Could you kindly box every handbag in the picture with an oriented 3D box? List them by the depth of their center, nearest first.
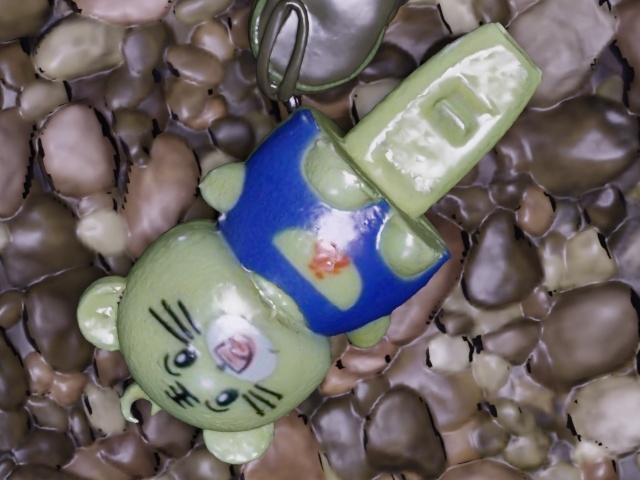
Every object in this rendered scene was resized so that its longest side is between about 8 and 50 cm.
[{"bbox_3d":[0.002,-0.106,0.681,0.072,0.047,0.111,21,99,-3],"label":"handbag"}]

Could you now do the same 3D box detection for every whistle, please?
[{"bbox_3d":[0.000,0.000,0.676,0.227,0.085,0.105,-42,105,10],"label":"whistle"}]
